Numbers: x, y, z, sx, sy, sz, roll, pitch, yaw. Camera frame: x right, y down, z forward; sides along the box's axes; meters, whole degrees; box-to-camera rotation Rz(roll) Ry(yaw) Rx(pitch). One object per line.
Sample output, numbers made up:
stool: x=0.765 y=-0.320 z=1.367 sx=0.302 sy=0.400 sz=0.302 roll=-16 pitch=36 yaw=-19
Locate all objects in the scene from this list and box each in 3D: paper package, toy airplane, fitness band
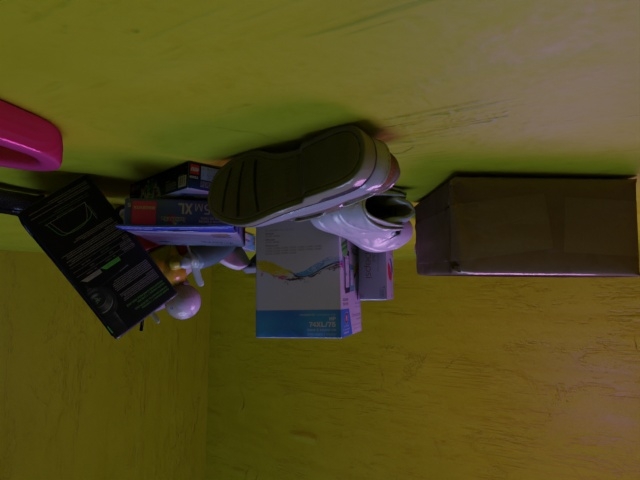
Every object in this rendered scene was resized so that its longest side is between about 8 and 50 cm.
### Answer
paper package: x=0.365 y=-0.013 z=0.940 sx=0.324 sy=0.168 sz=0.309 roll=0 pitch=176 yaw=-2
toy airplane: x=-0.346 y=0.068 z=1.257 sx=0.384 sy=0.273 sz=0.386 roll=-17 pitch=161 yaw=2
fitness band: x=-0.429 y=-0.120 z=0.533 sx=0.209 sy=0.054 sz=0.291 roll=-1 pitch=175 yaw=16

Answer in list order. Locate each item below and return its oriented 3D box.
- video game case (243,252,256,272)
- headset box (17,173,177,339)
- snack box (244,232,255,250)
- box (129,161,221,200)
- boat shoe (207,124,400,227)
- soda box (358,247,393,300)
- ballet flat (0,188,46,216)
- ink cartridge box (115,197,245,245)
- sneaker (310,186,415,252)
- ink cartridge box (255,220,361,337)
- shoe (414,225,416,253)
video game case: x=-0.118 y=0.016 z=1.356 sx=0.023 sy=0.183 sz=0.201 roll=47 pitch=156 yaw=-17
headset box: x=-0.415 y=0.051 z=0.941 sx=0.131 sy=0.283 sz=0.246 roll=-39 pitch=-170 yaw=-25
snack box: x=-0.405 y=0.003 z=1.696 sx=0.321 sy=0.060 sz=0.187 roll=0 pitch=174 yaw=9
box: x=-0.220 y=-0.085 z=0.884 sx=0.159 sy=0.044 sz=0.233 roll=6 pitch=172 yaw=-42
boat shoe: x=-0.033 y=-0.070 z=0.681 sx=0.302 sy=0.113 sz=0.103 roll=-5 pitch=166 yaw=40
soda box: x=0.132 y=0.033 z=1.161 sx=0.069 sy=0.216 sz=0.074 roll=-1 pitch=174 yaw=20
ballet flat: x=-0.617 y=-0.084 z=0.944 sx=0.084 sy=0.058 sz=0.250 roll=-6 pitch=167 yaw=25
ink cartridge box: x=-0.237 y=-0.030 z=0.902 sx=0.185 sy=0.065 sz=0.311 roll=1 pitch=176 yaw=-6
sneaker: x=0.136 y=-0.036 z=0.997 sx=0.292 sy=0.108 sz=0.169 roll=11 pitch=171 yaw=-43
ink cartridge box: x=-0.023 y=0.080 z=1.132 sx=0.197 sy=0.270 sz=0.198 roll=-3 pitch=174 yaw=17
shoe: x=0.299 y=-0.030 z=1.305 sx=0.063 sy=0.081 sz=0.178 roll=11 pitch=-150 yaw=31
